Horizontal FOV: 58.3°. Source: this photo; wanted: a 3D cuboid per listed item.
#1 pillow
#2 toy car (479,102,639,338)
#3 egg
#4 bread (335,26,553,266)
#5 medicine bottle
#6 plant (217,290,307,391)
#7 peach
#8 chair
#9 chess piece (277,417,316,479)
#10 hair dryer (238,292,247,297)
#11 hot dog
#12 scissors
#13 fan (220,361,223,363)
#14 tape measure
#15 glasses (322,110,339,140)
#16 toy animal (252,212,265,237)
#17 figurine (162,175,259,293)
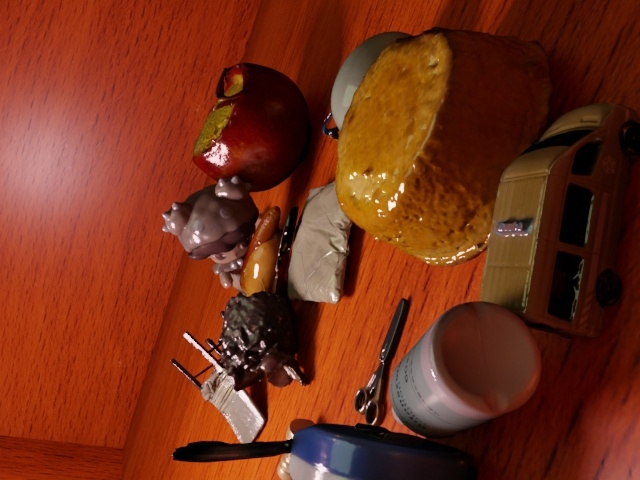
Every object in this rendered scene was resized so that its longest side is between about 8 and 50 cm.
[{"bbox_3d":[0.000,-0.001,1.282,0.274,0.076,0.280,169,113,-67],"label":"pillow"},{"bbox_3d":[0.252,-0.029,0.611,0.101,0.125,0.256,-2,75,66],"label":"toy car"},{"bbox_3d":[0.112,-0.275,1.042,0.230,0.168,0.168,-56,16,-19],"label":"egg"},{"bbox_3d":[0.157,-0.147,0.822,0.336,0.204,0.358,-67,19,3],"label":"bread"},{"bbox_3d":[0.141,0.177,0.684,0.351,0.110,0.110,100,175,-65],"label":"medicine bottle"},{"bbox_3d":[-0.136,0.241,1.321,0.178,0.204,0.233,56,-157,-66],"label":"plant"},{"bbox_3d":[-0.182,-0.317,1.641,0.335,0.310,0.405,-57,20,28],"label":"peach"},{"bbox_3d":[-0.231,0.368,1.542,0.186,0.319,0.160,-28,-25,-53],"label":"chair"},{"bbox_3d":[-0.047,0.422,1.140,0.066,0.066,0.122,-121,45,-61],"label":"chess piece"},{"bbox_3d":[-0.219,0.098,1.785,0.219,0.089,0.224,-56,41,32],"label":"hair dryer"},{"bbox_3d":[-0.138,0.044,1.446,0.194,0.107,0.325,-92,15,-70],"label":"hot dog"},{"bbox_3d":[0.108,0.201,0.964,0.220,0.017,0.088,-72,21,6],"label":"scissors"},{"bbox_3d":[-0.317,0.402,1.892,0.085,0.005,0.133,-119,47,-62],"label":"fan"},{"bbox_3d":[0.013,0.269,0.694,0.215,0.352,0.097,158,122,-67],"label":"tape measure"},{"bbox_3d":[0.084,-0.251,1.206,0.239,0.102,0.206,-49,33,48],"label":"glasses"},{"bbox_3d":[-0.219,-0.032,1.857,0.150,0.089,0.083,-57,48,31],"label":"toy animal"},{"bbox_3d":[-0.251,-0.007,1.569,0.203,0.249,0.380,63,179,44],"label":"figurine"}]
